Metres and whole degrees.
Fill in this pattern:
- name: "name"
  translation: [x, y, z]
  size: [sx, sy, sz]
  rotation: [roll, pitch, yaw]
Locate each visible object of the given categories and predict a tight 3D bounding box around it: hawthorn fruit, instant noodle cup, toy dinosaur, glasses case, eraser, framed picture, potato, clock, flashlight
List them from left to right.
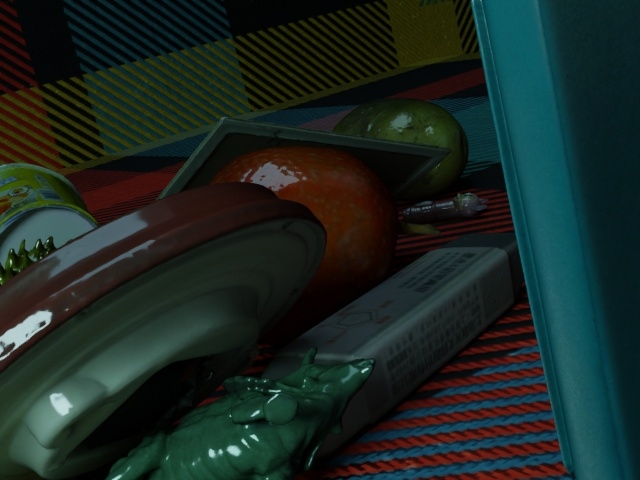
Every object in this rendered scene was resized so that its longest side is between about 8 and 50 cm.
- name: "instant noodle cup"
  translation: [-0.356, 0.012, 1.178]
  size: [0.205, 0.205, 0.153]
  rotation: [-21, 23, -28]
- name: "clock"
  translation: [-0.126, 0.084, 0.630]
  size: [0.318, 0.080, 0.318]
  rotation: [-34, -15, -10]
- name: "toy dinosaur"
  translation: [-0.086, 0.154, 0.596]
  size: [0.292, 0.079, 0.120]
  rotation: [-31, 14, -19]
- name: "framed picture"
  translation: [-0.035, -0.054, 1.028]
  size: [0.296, 0.019, 0.232]
  rotation: [4, -32, -38]
- name: "hawthorn fruit"
  translation: [0.000, 0.000, 0.894]
  size: [0.225, 0.196, 0.196]
  rotation: [-8, 14, 0]
- name: "potato"
  translation: [0.109, -0.137, 1.414]
  size: [0.197, 0.148, 0.228]
  rotation: [-28, 17, 1]
- name: "eraser"
  translation: [0.070, 0.072, 0.796]
  size: [0.089, 0.061, 0.352]
  rotation: [-2, 17, 41]
- name: "flashlight"
  translation: [0.159, -0.042, 1.217]
  size: [0.110, 0.031, 0.052]
  rotation: [-9, 15, 17]
- name: "glasses case"
  translation: [0.156, -0.012, 0.541]
  size: [0.117, 0.301, 0.070]
  rotation: [-24, 18, -37]

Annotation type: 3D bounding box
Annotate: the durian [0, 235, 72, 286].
- name: "durian"
  translation: [-0.276, 0.065, 1.016]
  size: [0.106, 0.132, 0.375]
  rotation: [9, 18, 27]
